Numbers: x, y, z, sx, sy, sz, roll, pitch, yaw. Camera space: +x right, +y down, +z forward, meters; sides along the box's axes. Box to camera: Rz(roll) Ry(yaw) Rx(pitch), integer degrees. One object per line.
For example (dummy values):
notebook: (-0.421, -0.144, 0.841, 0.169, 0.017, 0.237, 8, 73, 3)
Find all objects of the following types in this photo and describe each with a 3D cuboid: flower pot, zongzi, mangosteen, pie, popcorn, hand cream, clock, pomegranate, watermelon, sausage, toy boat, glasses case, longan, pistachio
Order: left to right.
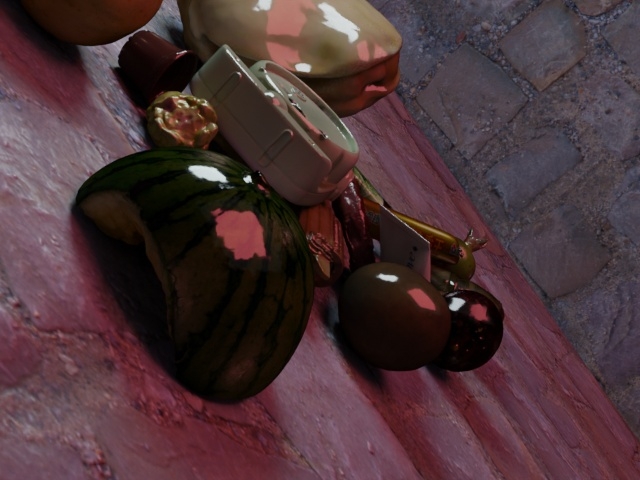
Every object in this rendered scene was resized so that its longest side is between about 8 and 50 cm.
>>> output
pomegranate: (-0.317, -0.377, 1.403, 0.233, 0.233, 0.233, 47, 17, -19)
flower pot: (-0.256, -0.268, 1.553, 0.089, 0.111, 0.111, 40, 14, 11)
popcorn: (-0.207, -0.168, 1.491, 0.109, 0.089, 0.097, 39, 55, 10)
watermelon: (-0.110, 0.012, 1.202, 0.331, 0.189, 0.330, 45, 23, -25)
pistachio: (-0.063, -0.379, 1.880, 0.446, 0.281, 0.365, 23, 38, 12)
clock: (-0.051, -0.181, 1.640, 0.265, 0.108, 0.324, 48, 16, 12)
toy boat: (-0.014, -0.003, 1.647, 0.115, 0.089, 0.310, 38, 19, -15)
pie: (0.060, -0.012, 1.795, 0.204, 0.054, 0.218, 77, 0, -69)
glasses case: (0.121, -0.065, 2.212, 0.272, 0.062, 0.095, 49, 16, -13)
longan: (0.113, 0.118, 1.604, 0.189, 0.189, 0.189, 47, 17, -19)
hand cream: (0.145, 0.069, 1.717, 0.133, 0.083, 0.247, 37, -35, 43)
sausage: (0.182, -0.011, 2.115, 0.372, 0.082, 0.082, 19, 34, -42)
zongzi: (0.293, 0.119, 2.232, 0.242, 0.112, 0.221, 44, 11, 12)
pomegranate: (0.311, 0.034, 2.359, 0.129, 0.159, 0.129, 31, 1, -1)
mangosteen: (0.258, 0.164, 1.932, 0.172, 0.172, 0.184, 48, -3, -15)

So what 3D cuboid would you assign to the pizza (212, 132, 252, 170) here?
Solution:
pizza: (-0.133, -0.174, 1.733, 0.147, 0.069, 0.226, 42, 17, -5)

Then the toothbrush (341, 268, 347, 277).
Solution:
toothbrush: (0.000, 0.000, 1.824, 0.162, 0.014, 0.017, 54, -3, 10)
